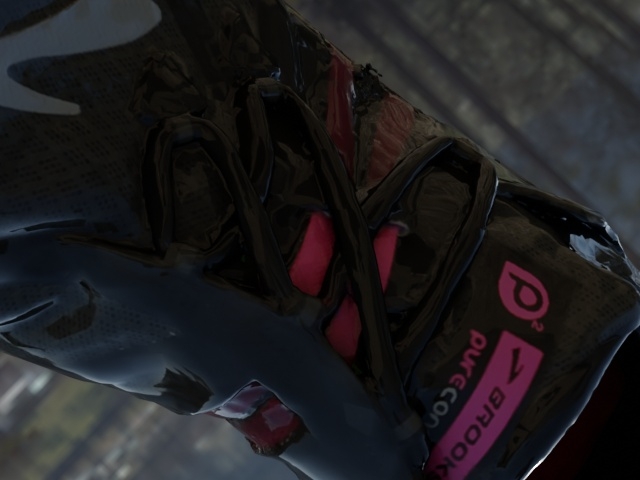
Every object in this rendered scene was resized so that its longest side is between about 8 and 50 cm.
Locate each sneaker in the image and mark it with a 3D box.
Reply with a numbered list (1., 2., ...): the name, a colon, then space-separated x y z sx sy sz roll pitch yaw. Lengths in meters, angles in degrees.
1. sneaker: 0.000 0.000 0.697 0.483 0.202 0.185 24 87 -42
